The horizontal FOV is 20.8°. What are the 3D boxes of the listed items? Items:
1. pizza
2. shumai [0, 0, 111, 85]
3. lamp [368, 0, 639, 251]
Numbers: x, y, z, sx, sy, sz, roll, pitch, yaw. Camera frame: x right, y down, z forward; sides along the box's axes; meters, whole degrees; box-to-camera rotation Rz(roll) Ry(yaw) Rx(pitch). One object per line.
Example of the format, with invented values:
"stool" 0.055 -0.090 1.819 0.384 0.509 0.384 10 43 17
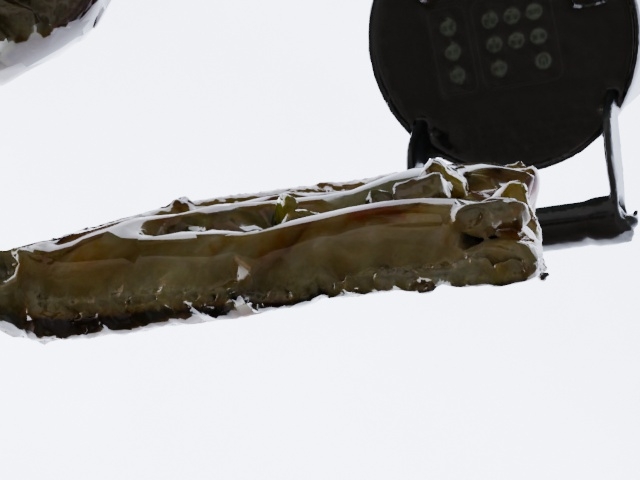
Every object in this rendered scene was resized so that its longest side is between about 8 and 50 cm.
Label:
"pizza" 0.000 0.000 0.486 0.185 0.176 0.036 -10 -87 -15
"shumai" -0.286 -0.203 1.312 0.283 0.217 0.346 24 -108 3
"lamp" 0.168 -0.160 1.370 0.205 0.272 0.374 -9 -99 22
